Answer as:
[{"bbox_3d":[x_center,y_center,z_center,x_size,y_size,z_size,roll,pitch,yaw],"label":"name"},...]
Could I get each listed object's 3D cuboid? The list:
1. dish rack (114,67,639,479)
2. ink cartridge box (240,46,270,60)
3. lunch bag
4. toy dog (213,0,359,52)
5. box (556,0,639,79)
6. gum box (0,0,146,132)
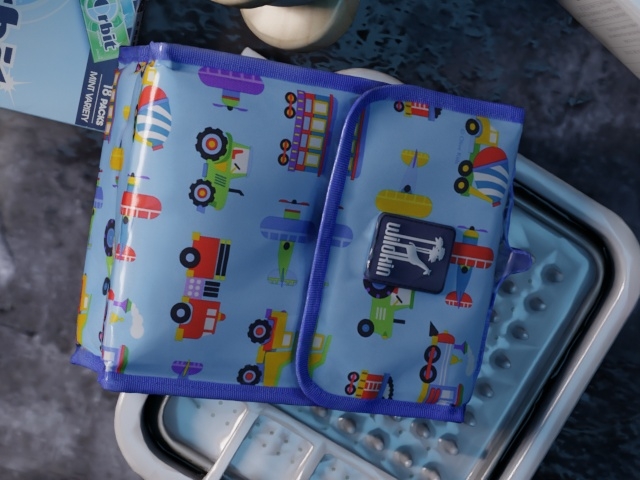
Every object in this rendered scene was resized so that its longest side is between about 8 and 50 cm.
[{"bbox_3d":[0.042,0.073,1.341,0.285,0.072,0.333,31,92,-6],"label":"dish rack"},{"bbox_3d":[-0.057,-0.075,1.341,0.063,0.029,0.115,32,91,-7],"label":"ink cartridge box"},{"bbox_3d":[0.000,0.000,1.251,0.293,0.138,0.221,8,92,-17],"label":"lunch bag"},{"bbox_3d":[-0.044,-0.290,1.239,0.161,0.220,0.334,-27,100,12],"label":"toy dog"},{"bbox_3d":[0.358,-0.149,1.298,0.345,0.168,0.215,42,90,-6],"label":"box"},{"bbox_3d":[-0.215,-0.171,1.296,0.184,0.041,0.157,14,101,0],"label":"gum box"}]
